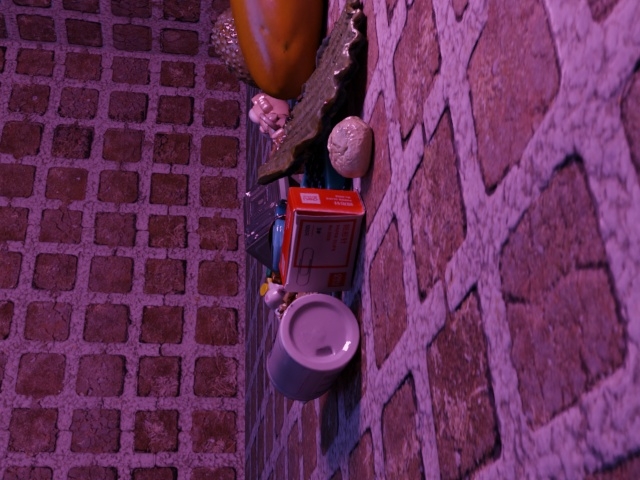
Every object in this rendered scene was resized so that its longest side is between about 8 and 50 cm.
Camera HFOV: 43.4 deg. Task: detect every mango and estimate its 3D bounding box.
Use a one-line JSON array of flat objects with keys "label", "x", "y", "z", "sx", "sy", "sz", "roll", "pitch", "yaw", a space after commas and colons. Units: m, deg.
[{"label": "mango", "x": -0.102, "y": -0.559, "z": 1.969, "sx": 0.300, "sy": 0.232, "sz": 0.446, "roll": 151, "pitch": 113, "yaw": -73}]

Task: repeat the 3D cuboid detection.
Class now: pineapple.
[{"label": "pineapple", "x": -0.064, "y": -0.263, "z": 2.030, "sx": 0.108, "sy": 0.108, "sz": 0.198, "roll": -121, "pitch": 44, "yaw": -73}]

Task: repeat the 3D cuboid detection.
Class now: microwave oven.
[{"label": "microwave oven", "x": -0.100, "y": -0.052, "z": 1.912, "sx": 0.162, "sy": 0.122, "sz": 0.208, "roll": -35, "pitch": 35, "yaw": 21}]

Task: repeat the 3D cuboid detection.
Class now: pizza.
[{"label": "pizza", "x": -0.031, "y": 0.089, "z": 1.610, "sx": 0.194, "sy": 0.069, "sz": 0.154, "roll": -54, "pitch": 0, "yaw": -21}]

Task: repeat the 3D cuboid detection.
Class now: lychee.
[{"label": "lychee", "x": -0.183, "y": -0.567, "z": 2.341, "sx": 0.255, "sy": 0.274, "sz": 0.255, "roll": 12, "pitch": -90, "yaw": -79}]

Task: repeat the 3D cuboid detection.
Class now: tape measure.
[{"label": "tape measure", "x": -0.072, "y": 0.003, "z": 1.718, "sx": 0.125, "sy": 0.080, "sz": 0.146, "roll": -93, "pitch": 6, "yaw": -49}]

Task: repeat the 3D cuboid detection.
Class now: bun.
[{"label": "bun", "x": 0.050, "y": -0.164, "z": 1.414, "sx": 0.115, "sy": 0.069, "sz": 0.115, "roll": -179, "pitch": 90, "yaw": -80}]

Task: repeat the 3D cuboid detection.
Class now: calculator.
[{"label": "calculator", "x": 0.002, "y": -0.106, "z": 1.708, "sx": 0.274, "sy": 0.058, "sz": 0.248, "roll": 107, "pitch": 162, "yaw": -51}]

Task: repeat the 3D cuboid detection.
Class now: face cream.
[{"label": "face cream", "x": -0.033, "y": 0.235, "z": 1.549, "sx": 0.370, "sy": 0.145, "sz": 0.145, "roll": 114, "pitch": 157, "yaw": -62}]

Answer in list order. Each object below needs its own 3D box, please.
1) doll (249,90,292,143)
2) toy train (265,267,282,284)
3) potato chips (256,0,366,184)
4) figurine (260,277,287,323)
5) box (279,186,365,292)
[{"label": "doll", "x": -0.126, "y": -0.333, "z": 2.291, "sx": 0.154, "sy": 0.119, "sz": 0.278, "roll": 49, "pitch": -171, "yaw": -24}, {"label": "toy train", "x": -0.079, "y": 0.022, "z": 2.051, "sx": 0.136, "sy": 0.091, "sz": 0.228, "roll": 122, "pitch": 151, "yaw": -50}, {"label": "potato chips", "x": -0.016, "y": -0.289, "z": 1.631, "sx": 0.429, "sy": 0.070, "sz": 0.359, "roll": -37, "pitch": 32, "yaw": 65}, {"label": "figurine", "x": -0.098, "y": 0.168, "z": 2.159, "sx": 0.178, "sy": 0.109, "sz": 0.130, "roll": -109, "pitch": -2, "yaw": -65}, {"label": "box", "x": 0.000, "y": 0.000, "z": 1.465, "sx": 0.099, "sy": 0.133, "sz": 0.182, "roll": -107, "pitch": 23, "yaw": -55}]
